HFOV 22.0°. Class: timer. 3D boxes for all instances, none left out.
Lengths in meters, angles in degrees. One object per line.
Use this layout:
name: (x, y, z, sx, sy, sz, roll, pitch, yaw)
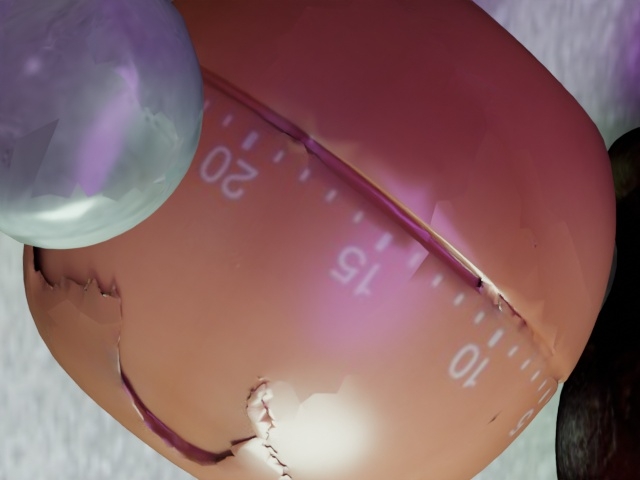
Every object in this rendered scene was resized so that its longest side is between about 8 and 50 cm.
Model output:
timer: (0.000, 0.000, 0.679, 0.215, 0.229, 0.229, -47, 119, -2)

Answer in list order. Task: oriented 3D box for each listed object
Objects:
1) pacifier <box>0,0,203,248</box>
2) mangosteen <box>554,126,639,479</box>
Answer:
pacifier: (-0.150, -0.127, 0.550, 0.332, 0.273, 0.220, 4, 100, -66)
mangosteen: (0.243, 0.076, 0.788, 0.297, 0.297, 0.313, -38, 97, -7)
